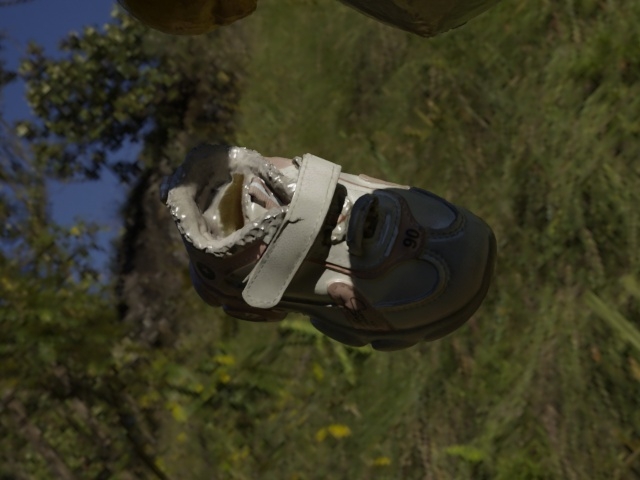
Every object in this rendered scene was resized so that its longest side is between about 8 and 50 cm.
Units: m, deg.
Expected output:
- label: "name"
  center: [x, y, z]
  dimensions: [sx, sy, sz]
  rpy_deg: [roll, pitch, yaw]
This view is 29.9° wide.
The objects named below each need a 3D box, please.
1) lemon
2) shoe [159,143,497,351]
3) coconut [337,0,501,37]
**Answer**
- label: "lemon"
  center: [-0.146, -0.300, 1.210]
  dimensions: [0.170, 0.207, 0.170]
  rpy_deg: [-32, -3, -2]
- label: "shoe"
  center: [0.000, 0.003, 1.239]
  dimensions: [0.198, 0.350, 0.172]
  rpy_deg: [57, -142, -58]
- label: "coconut"
  center: [0.079, -0.274, 0.878]
  dimensions: [0.245, 0.247, 0.245]
  rpy_deg: [-61, -3, -5]
